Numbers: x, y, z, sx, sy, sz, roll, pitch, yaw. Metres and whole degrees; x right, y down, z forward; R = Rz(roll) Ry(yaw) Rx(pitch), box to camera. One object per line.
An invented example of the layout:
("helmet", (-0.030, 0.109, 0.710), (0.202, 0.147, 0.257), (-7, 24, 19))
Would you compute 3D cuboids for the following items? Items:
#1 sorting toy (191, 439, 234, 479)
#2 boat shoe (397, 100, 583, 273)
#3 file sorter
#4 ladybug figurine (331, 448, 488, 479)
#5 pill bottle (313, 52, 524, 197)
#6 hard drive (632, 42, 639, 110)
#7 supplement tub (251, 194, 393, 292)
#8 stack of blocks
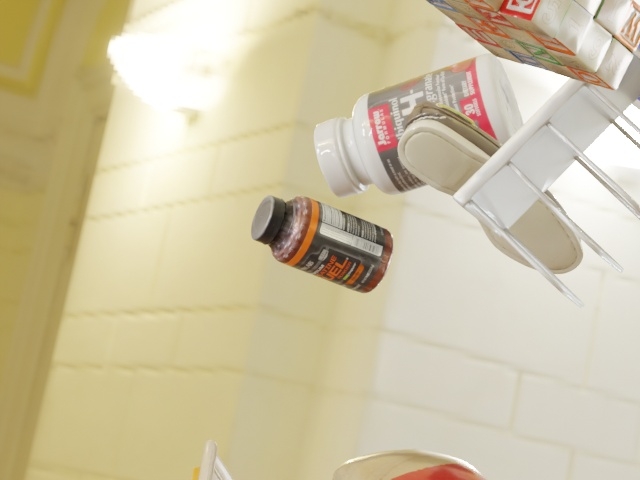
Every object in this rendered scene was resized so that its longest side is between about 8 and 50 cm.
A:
("sorting toy", (-0.136, 0.371, 1.957), (0.038, 0.193, 0.208), (1, -33, 11))
("boat shoe", (0.249, -0.077, 2.271), (0.324, 0.096, 0.116), (36, -55, -14))
("file sorter", (0.333, -0.075, 1.902), (0.173, 0.277, 0.193), (47, 7, 22))
("ladybug figurine", (0.174, 0.389, 1.672), (0.449, 0.162, 0.305), (54, -8, 34))
("pill bottle", (0.160, -0.176, 2.602), (0.319, 0.176, 0.176), (-18, -20, 17))
("hard drive", (0.533, -0.206, 2.096), (0.318, 0.210, 0.040), (53, -12, 53))
("supplement tub", (0.000, 0.000, 2.329), (0.198, 0.106, 0.106), (21, -13, -20))
("stack of blocks", (0.175, -0.263, 1.584), (0.171, 0.087, 0.297), (24, -3, 45))
